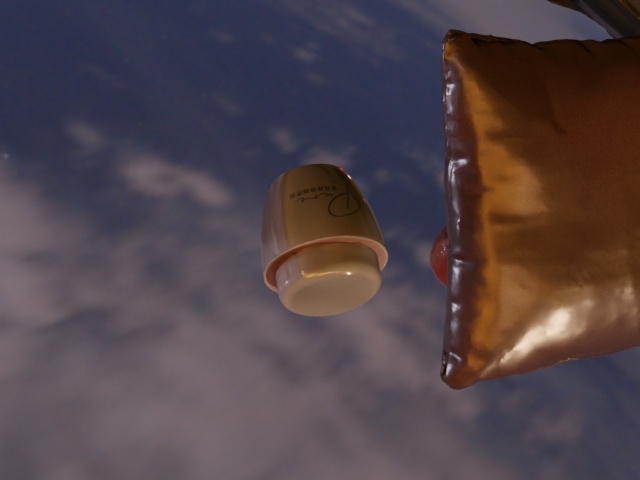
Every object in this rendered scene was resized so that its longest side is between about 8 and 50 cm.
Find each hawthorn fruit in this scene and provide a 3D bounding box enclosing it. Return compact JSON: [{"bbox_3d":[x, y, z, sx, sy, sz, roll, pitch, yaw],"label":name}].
[{"bbox_3d":[0.155,0.008,1.153,0.081,0.093,0.081,0,-128,0],"label":"hawthorn fruit"}]

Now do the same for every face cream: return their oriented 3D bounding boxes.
[{"bbox_3d":[0.000,0.000,0.820,0.091,0.091,0.095,12,-127,-36],"label":"face cream"}]

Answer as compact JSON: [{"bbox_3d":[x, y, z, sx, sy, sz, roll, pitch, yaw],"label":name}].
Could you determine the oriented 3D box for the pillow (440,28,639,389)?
[{"bbox_3d":[0.245,-0.036,0.969,0.308,0.305,0.108,-8,-162,-19],"label":"pillow"}]

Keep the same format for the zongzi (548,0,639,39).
[{"bbox_3d":[0.334,-0.211,1.089,0.403,0.208,0.432,15,-114,-12],"label":"zongzi"}]
